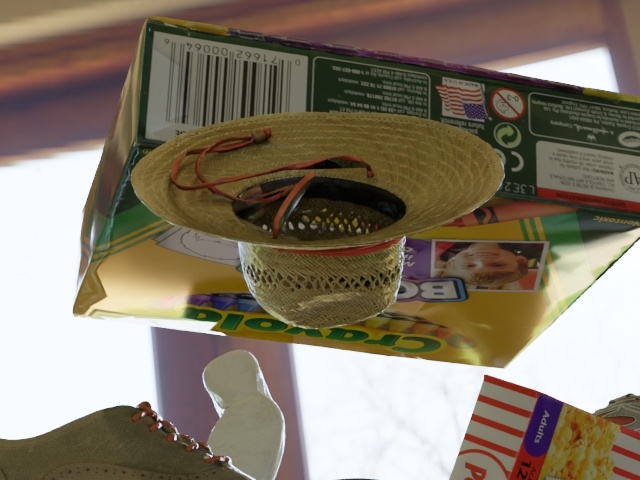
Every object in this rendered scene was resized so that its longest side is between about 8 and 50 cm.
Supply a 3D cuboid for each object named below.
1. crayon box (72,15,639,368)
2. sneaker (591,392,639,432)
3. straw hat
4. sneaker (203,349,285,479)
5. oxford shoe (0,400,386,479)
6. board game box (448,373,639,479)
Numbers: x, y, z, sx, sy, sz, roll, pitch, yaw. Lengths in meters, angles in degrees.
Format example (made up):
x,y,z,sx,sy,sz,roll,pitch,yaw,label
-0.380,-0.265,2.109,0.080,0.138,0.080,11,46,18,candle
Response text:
x,y,z,sx,sy,sz,roll,pitch,yaw,label
0.020,-0.018,1.350,0.363,0.106,0.313,8,-26,-12,crayon box
0.295,0.205,1.853,0.225,0.093,0.088,-1,-42,13,sneaker
0.000,0.000,0.716,0.144,0.144,0.061,-5,-66,-6,straw hat
-0.063,0.197,1.797,0.080,0.212,0.094,-20,-60,5,sneaker
-0.104,0.163,1.212,0.348,0.130,0.123,-3,-23,10,oxford shoe
0.142,0.170,1.009,0.193,0.147,0.045,23,-5,-39,board game box
